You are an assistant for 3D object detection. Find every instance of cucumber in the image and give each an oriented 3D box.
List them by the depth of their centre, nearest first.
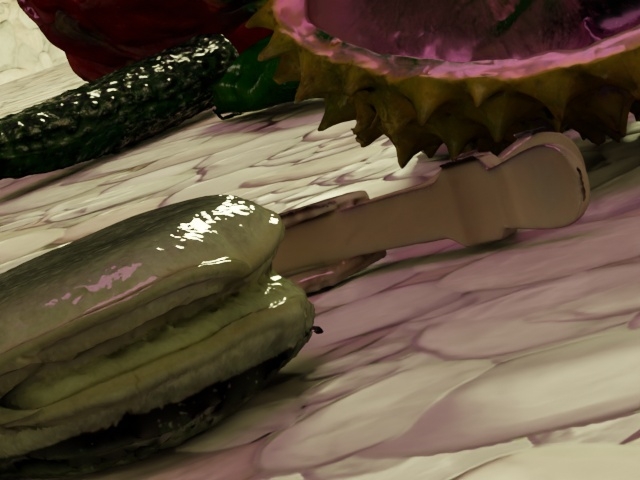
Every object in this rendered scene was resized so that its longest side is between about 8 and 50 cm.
[{"bbox_3d":[-0.175,-0.097,1.515,0.068,0.067,0.293,-8,15,43],"label":"cucumber"}]

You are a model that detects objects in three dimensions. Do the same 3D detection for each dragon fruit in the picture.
[{"bbox_3d":[-0.138,-0.279,1.772,0.329,0.329,0.329,-17,10,3],"label":"dragon fruit"}]

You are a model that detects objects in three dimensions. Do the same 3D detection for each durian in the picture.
[{"bbox_3d":[0.105,-0.096,0.820,0.261,0.153,0.186,-11,26,27],"label":"durian"}]

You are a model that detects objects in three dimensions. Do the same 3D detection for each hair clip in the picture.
[{"bbox_3d":[0.000,0.000,0.753,0.226,0.034,0.072,-16,6,18],"label":"hair clip"}]

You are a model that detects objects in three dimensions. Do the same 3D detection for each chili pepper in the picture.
[{"bbox_3d":[-0.019,-0.129,1.437,0.098,0.061,0.224,-30,16,-26],"label":"chili pepper"}]

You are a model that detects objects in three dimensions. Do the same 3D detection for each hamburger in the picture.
[{"bbox_3d":[-0.068,0.032,0.614,0.133,0.062,0.140,-17,11,26],"label":"hamburger"}]

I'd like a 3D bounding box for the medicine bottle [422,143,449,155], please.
[{"bbox_3d":[0.084,-0.139,0.984,0.135,0.168,0.135,-16,10,3],"label":"medicine bottle"}]
